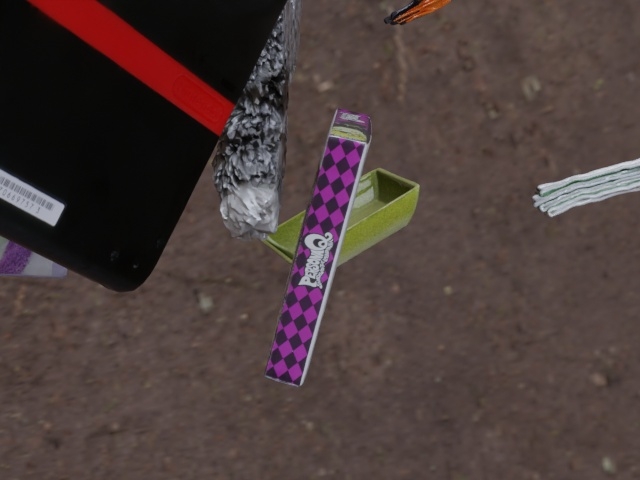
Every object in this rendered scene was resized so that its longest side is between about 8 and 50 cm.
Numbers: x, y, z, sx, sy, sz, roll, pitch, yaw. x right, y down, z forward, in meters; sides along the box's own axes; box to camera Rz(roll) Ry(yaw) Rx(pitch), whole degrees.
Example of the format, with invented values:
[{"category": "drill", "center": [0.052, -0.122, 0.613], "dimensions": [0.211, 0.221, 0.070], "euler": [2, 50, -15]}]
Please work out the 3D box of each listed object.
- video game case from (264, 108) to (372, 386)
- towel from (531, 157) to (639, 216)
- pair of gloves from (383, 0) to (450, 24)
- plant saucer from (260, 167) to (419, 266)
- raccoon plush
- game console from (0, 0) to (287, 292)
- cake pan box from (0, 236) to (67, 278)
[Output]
[{"category": "video game case", "center": [0.000, 0.000, 1.527], "dimensions": [0.042, 0.210, 0.232], "euler": [15, 102, 0]}, {"category": "towel", "center": [0.202, -0.037, 1.110], "dimensions": [0.152, 0.113, 0.023], "euler": [7, 68, -82]}, {"category": "pair of gloves", "center": [0.077, -0.186, 1.149], "dimensions": [0.074, 0.083, 0.010], "euler": [-28, 67, -10]}, {"category": "plant saucer", "center": [0.030, -0.017, 2.049], "dimensions": [0.188, 0.188, 0.045], "euler": [-31, 105, -7]}, {"category": "raccoon plush", "center": [-0.184, -0.231, 1.829], "dimensions": [0.299, 0.216, 0.446], "euler": [2, 59, 5]}, {"category": "game console", "center": [-0.169, -0.165, 1.146], "dimensions": [0.342, 0.060, 0.386], "euler": [-63, 148, -4]}, {"category": "cake pan box", "center": [-0.324, -0.104, 1.359], "dimensions": [0.246, 0.070, 0.266], "euler": [5, 91, -34]}]
